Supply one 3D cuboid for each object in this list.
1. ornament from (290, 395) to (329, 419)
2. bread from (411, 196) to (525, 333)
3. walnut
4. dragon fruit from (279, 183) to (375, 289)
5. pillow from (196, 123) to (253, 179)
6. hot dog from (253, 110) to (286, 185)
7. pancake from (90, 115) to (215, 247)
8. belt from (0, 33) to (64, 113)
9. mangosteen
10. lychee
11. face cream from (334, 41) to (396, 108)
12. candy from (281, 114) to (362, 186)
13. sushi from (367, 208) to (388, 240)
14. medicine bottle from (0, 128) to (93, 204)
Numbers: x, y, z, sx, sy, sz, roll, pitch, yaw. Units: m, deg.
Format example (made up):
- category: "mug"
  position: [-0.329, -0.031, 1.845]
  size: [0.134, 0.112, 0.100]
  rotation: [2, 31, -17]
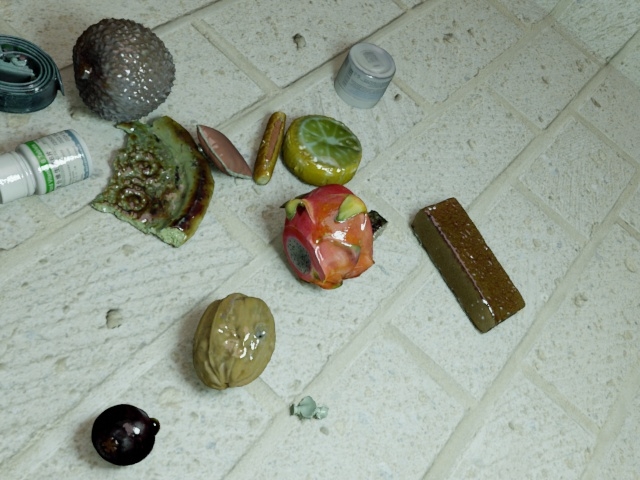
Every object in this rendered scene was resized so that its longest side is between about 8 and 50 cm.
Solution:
- category: "ornament"
  position: [-0.026, 0.417, 1.620]
  size: [0.092, 0.041, 0.068]
  rotation: [22, 30, 5]
- category: "bread"
  position: [0.447, 0.070, 2.003]
  size: [0.165, 0.113, 0.416]
  rotation: [-19, 69, -31]
- category: "walnut"
  position: [-0.203, 0.237, 1.568]
  size: [0.198, 0.198, 0.244]
  rotation: [18, 54, -12]
- category: "dragon fruit"
  position: [0.000, 0.000, 1.765]
  size: [0.189, 0.290, 0.290]
  rotation: [-19, 68, -27]
- category: "pillow"
  position: [-0.282, -0.246, 1.892]
  size: [0.179, 0.075, 0.171]
  rotation: [52, 11, 11]
- category: "hot dog"
  position: [-0.154, -0.286, 1.999]
  size: [0.061, 0.087, 0.285]
  rotation: [20, 48, -12]
- category: "pancake"
  position: [-0.442, -0.188, 1.817]
  size: [0.305, 0.067, 0.426]
  rotation: [14, 56, -13]
- category: "belt"
  position: [-0.828, -0.444, 1.786]
  size: [0.268, 0.116, 0.206]
  rotation: [20, 56, -7]
- category: "mangosteen"
  position: [-0.413, 0.411, 1.416]
  size: [0.137, 0.137, 0.151]
  rotation: [42, 19, 7]
- category: "lychee"
  position: [-0.543, -0.464, 1.826]
  size: [0.300, 0.300, 0.300]
  rotation: [11, 56, -17]
- category: "face cream"
  position: [0.153, -0.567, 2.263]
  size: [0.177, 0.153, 0.177]
  rotation: [12, 54, -16]
- category: "candy"
  position: [0.004, -0.279, 2.042]
  size: [0.260, 0.118, 0.259]
  rotation: [13, 50, -15]
- category: "sushi"
  position: [0.133, -0.025, 1.944]
  size: [0.078, 0.090, 0.150]
  rotation: [43, 54, 12]
- category: "medicine bottle"
  position: [-0.709, -0.185, 1.654]
  size: [0.237, 0.139, 0.139]
  rotation: [-27, 73, -36]
